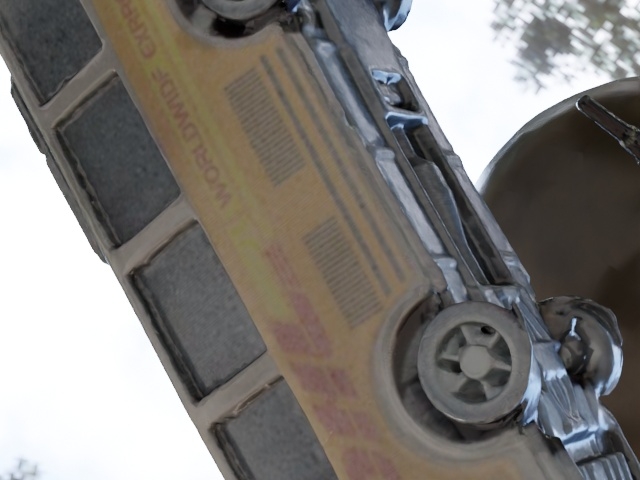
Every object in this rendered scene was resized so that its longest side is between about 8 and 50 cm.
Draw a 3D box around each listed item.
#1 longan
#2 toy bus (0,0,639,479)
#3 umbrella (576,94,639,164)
[{"bbox_3d":[0.213,0.050,1.053,0.297,0.297,0.297,-12,-111,35],"label":"longan"},{"bbox_3d":[0.000,0.000,0.615,0.138,0.097,0.342,-37,-106,24],"label":"toy bus"},{"bbox_3d":[0.218,0.008,0.746,0.044,0.269,0.044,-33,-151,45],"label":"umbrella"}]
